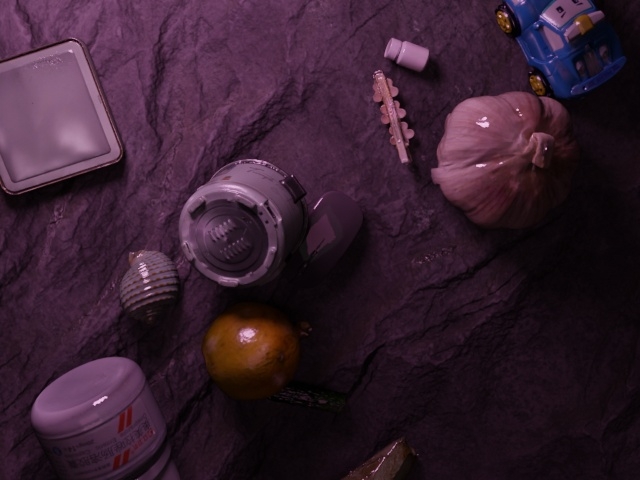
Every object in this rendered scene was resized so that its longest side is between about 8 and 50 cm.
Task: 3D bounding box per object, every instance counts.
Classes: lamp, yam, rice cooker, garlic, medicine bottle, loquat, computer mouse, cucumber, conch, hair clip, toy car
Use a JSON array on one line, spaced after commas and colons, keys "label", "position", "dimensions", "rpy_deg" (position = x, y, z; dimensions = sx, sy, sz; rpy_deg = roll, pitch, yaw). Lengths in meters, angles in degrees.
[{"label": "lamp", "position": [-0.572, -0.255, 1.495], "dimensions": [0.266, 0.047, 0.269], "rpy_deg": [-18, 103, -4]}, {"label": "yam", "position": [0.119, 0.578, 1.721], "dimensions": [0.259, 0.106, 0.106], "rpy_deg": [-35, 103, 2]}, {"label": "rice cooker", "position": [-0.155, -0.036, 1.501], "dimensions": [0.280, 0.227, 0.241], "rpy_deg": [-35, 100, 22]}, {"label": "garlic", "position": [0.406, -0.171, 1.556], "dimensions": [0.321, 0.241, 0.322], "rpy_deg": [1, 120, 3]}, {"label": "medicine bottle", "position": [0.186, -0.401, 1.558], "dimensions": [0.089, 0.052, 0.052], "rpy_deg": [18, 98, -10]}, {"label": "medicine bottle", "position": [-0.447, 0.432, 1.545], "dimensions": [0.245, 0.245, 0.306], "rpy_deg": [-20, 110, -3]}, {"label": "loquat", "position": [-0.132, 0.231, 1.571], "dimensions": [0.246, 0.213, 0.214], "rpy_deg": [-24, 103, -3]}, {"label": "computer mouse", "position": [0.000, 0.000, 1.611], "dimensions": [0.120, 0.057, 0.232], "rpy_deg": [36, 94, -12]}, {"label": "cucumber", "position": [-0.032, 0.361, 1.678], "dimensions": [0.187, 0.058, 0.058], "rpy_deg": [14, 99, -10]}, {"label": "conch", "position": [-0.369, 0.102, 1.568], "dimensions": [0.135, 0.102, 0.153], "rpy_deg": [-6, 101, -21]}, {"label": "hair clip", "position": [0.162, -0.269, 1.586], "dimensions": [0.062, 0.056, 0.214], "rpy_deg": [-17, 95, 13]}, {"label": "toy car", "position": [0.516, -0.455, 1.536], "dimensions": [0.198, 0.166, 0.314], "rpy_deg": [-32, 102, -4]}]
